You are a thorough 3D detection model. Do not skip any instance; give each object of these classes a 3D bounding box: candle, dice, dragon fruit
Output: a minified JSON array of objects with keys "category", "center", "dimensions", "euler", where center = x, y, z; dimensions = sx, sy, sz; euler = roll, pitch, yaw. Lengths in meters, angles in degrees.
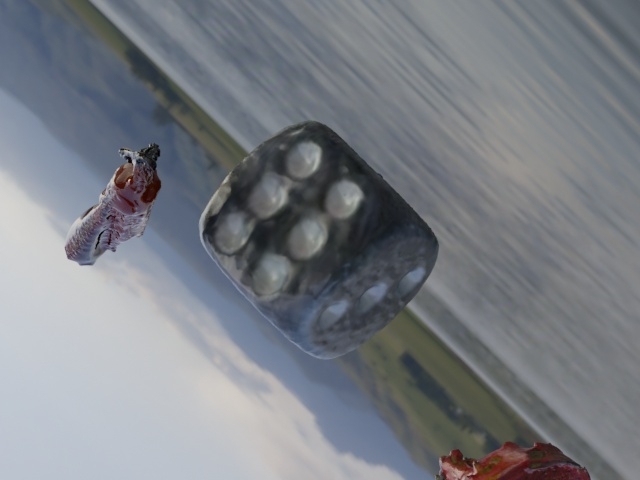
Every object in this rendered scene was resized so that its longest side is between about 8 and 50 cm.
[{"category":"candle","center":[-0.206,-0.033,1.215],"dimensions":[0.059,0.084,0.301],"euler":[60,157,5]},{"category":"dice","center":[0.000,0.000,1.232],"dimensions":[0.181,0.182,0.183],"euler":[45,-179,27]},{"category":"dragon fruit","center":[0.168,0.236,1.101],"dimensions":[0.153,0.153,0.111],"euler":[43,180,-39]}]
